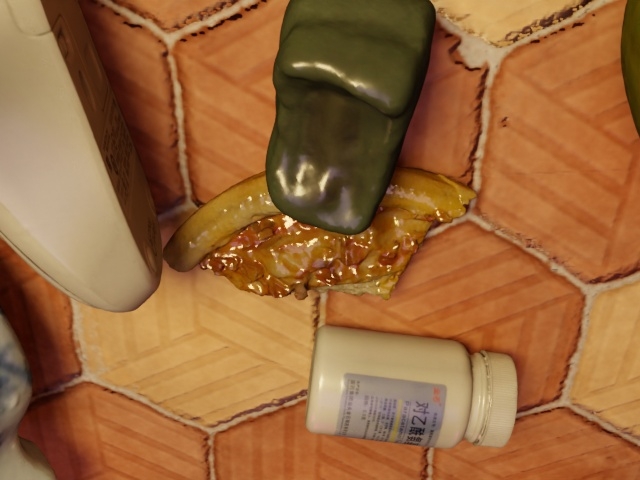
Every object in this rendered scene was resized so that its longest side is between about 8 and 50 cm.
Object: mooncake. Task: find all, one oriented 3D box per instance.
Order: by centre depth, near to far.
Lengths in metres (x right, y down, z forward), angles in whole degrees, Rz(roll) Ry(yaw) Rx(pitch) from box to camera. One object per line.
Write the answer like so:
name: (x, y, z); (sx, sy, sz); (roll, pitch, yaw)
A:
mooncake: (0.016, -0.091, 0.534); (0.104, 0.168, 0.175); (11, 109, -3)

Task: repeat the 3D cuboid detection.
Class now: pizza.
pizza: (-0.005, -0.005, 0.659); (0.270, 0.056, 0.134); (-1, 116, 5)

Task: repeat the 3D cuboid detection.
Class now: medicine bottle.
medicine bottle: (0.082, 0.141, 0.725); (0.186, 0.103, 0.103); (8, 125, -1)

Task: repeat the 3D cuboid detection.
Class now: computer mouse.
computer mouse: (-0.207, -0.078, 0.545); (0.121, 0.184, 0.297); (-16, 125, -6)

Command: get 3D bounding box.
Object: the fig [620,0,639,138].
fig: (0.318, -0.100, 0.459); (0.258, 0.258, 0.326); (-12, 135, 12)

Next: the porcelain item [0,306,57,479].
porcelain item: (-0.381, 0.111, 0.651); (0.178, 0.242, 0.405); (8, 127, 29)
